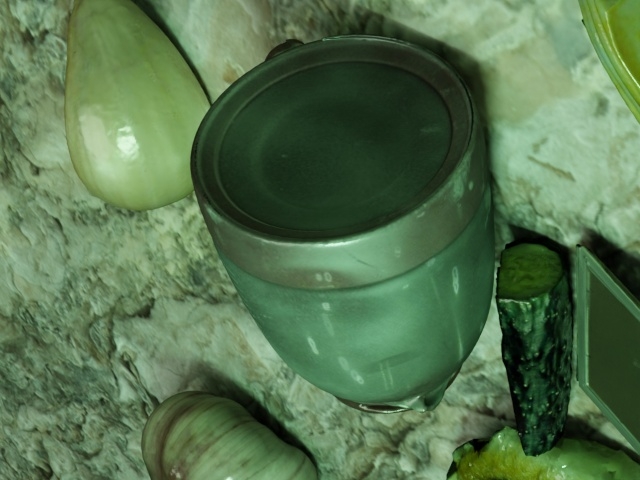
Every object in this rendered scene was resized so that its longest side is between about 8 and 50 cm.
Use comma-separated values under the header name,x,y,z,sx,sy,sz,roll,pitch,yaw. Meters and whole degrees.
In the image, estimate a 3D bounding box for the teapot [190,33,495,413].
name,x,y,z,sx,sy,sz,roll,pitch,yaw
teapot,0.024,-0.011,1.596,0.312,0.233,0.315,75,173,-47

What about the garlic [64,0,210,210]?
name,x,y,z,sx,sy,sz,roll,pitch,yaw
garlic,-0.186,-0.133,1.831,0.164,0.145,0.245,-115,8,-54

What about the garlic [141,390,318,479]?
name,x,y,z,sx,sy,sz,roll,pitch,yaw
garlic,-0.143,0.308,2.170,0.245,0.253,0.245,30,138,32

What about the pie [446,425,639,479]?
name,x,y,z,sx,sy,sz,roll,pitch,yaw
pie,0.270,0.309,1.755,0.371,0.078,0.296,41,150,18

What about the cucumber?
name,x,y,z,sx,sy,sz,roll,pitch,yaw
cucumber,0.196,0.097,1.610,0.062,0.078,0.211,1,135,18

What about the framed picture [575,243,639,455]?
name,x,y,z,sx,sy,sz,roll,pitch,yaw
framed picture,0.284,0.140,1.502,0.252,0.014,0.197,51,162,37

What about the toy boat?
name,x,y,z,sx,sy,sz,roll,pitch,yaw
toy boat,0.225,-0.129,1.291,0.172,0.065,0.066,59,173,-17
